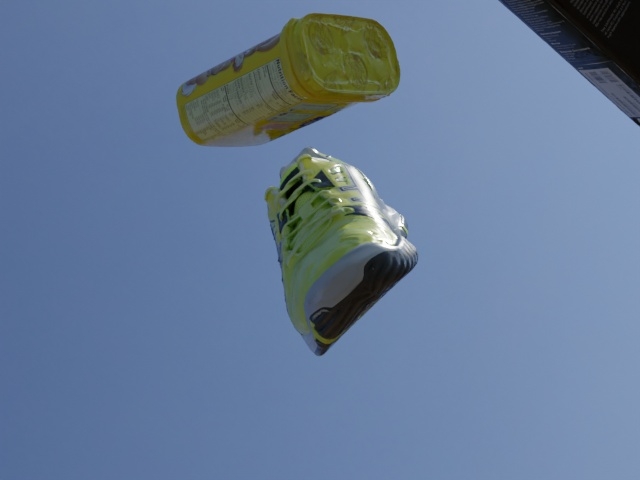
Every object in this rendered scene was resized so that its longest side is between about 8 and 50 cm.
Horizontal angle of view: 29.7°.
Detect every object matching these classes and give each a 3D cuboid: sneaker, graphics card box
[{"bbox_3d":[0.000,0.000,1.204,0.145,0.384,0.147,-43,-83,6],"label":"sneaker"},{"bbox_3d":[0.340,-0.322,1.401,0.371,0.094,0.233,35,-103,-22],"label":"graphics card box"}]

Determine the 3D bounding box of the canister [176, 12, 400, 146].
[{"bbox_3d":[-0.033,-0.139,1.085,0.126,0.170,0.073,-6,-100,-47],"label":"canister"}]
